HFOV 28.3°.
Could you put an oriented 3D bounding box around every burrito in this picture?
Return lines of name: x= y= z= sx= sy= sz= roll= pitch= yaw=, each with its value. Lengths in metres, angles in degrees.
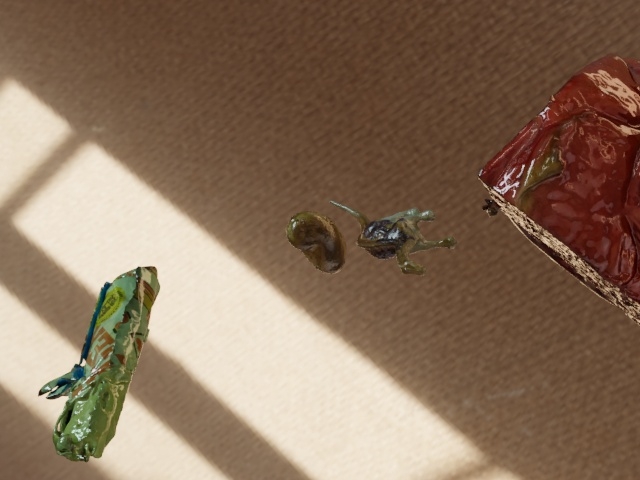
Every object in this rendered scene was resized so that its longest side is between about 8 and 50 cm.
burrito: x=-0.245 y=0.133 z=1.383 sx=0.104 sy=0.288 sz=0.054 roll=-18 pitch=126 yaw=21

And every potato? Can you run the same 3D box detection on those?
potato: x=0.000 y=0.000 z=1.286 sx=0.046 sy=0.045 sz=0.092 roll=-27 pitch=136 yaw=20

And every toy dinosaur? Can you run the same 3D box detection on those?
toy dinosaur: x=0.055 y=-0.005 z=0.899 sx=0.180 sy=0.058 sz=0.037 roll=-159 pitch=66 yaw=-73

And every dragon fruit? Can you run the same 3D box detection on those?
dragon fruit: x=0.123 y=-0.012 z=0.473 sx=0.106 sy=0.162 sz=0.083 roll=41 pitch=90 yaw=11
